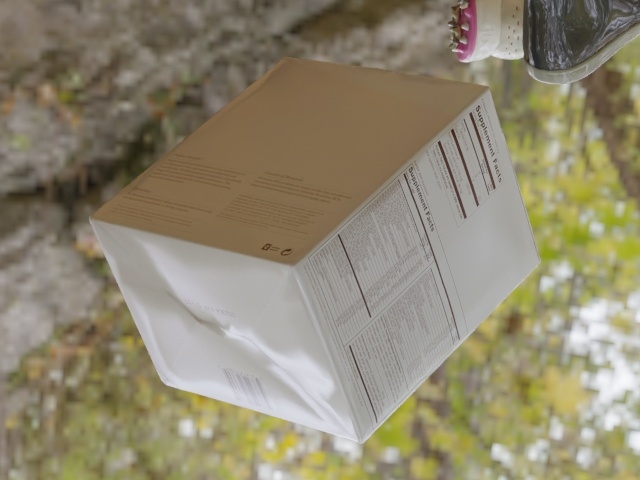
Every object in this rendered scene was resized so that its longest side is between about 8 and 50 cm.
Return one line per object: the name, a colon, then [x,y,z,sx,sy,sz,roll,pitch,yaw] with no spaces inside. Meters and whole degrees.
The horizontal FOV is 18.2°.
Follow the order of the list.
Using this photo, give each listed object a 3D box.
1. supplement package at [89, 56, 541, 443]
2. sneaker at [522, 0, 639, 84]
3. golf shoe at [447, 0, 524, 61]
supplement package: [0.000,0.000,1.331,0.194,0.149,0.203,13,-136,43]
sneaker: [0.248,-0.238,1.698,0.083,0.118,0.222,20,-130,31]
golf shoe: [0.208,-0.290,2.059,0.140,0.115,0.306,7,-131,0]
